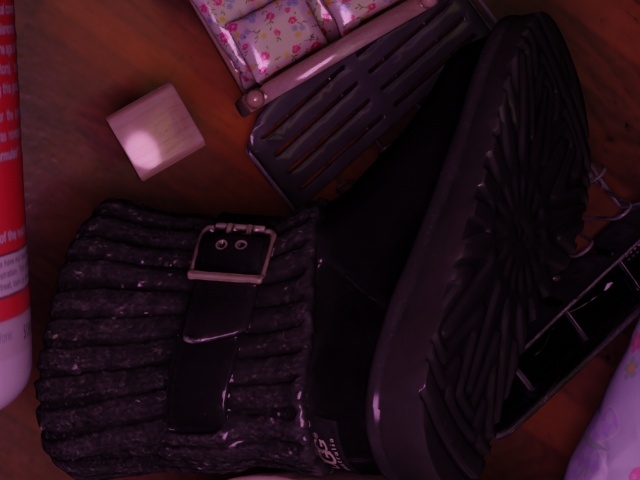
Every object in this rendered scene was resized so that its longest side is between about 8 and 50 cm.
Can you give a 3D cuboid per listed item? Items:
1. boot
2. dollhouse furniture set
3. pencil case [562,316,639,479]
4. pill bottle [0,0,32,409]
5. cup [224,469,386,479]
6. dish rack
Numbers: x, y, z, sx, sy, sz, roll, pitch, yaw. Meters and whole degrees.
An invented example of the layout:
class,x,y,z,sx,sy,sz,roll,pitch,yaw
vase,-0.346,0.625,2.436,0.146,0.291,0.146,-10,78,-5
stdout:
class,x,y,z,sx,sy,sz,roll,pitch,yaw
boot,-0.002,-0.002,1.145,0.348,0.260,0.131,-63,140,-39
dollhouse furniture set,-0.026,-0.254,1.132,0.355,0.174,0.303,-32,96,-8
pencil case,0.256,0.079,1.249,0.113,0.124,0.273,11,112,-27
pill bottle,-0.278,-0.107,1.048,0.229,0.229,0.408,-4,98,-18
cup,0.071,0.281,1.201,0.237,0.331,0.331,-12,102,-46
dish rack,0.093,-0.031,1.268,0.208,0.074,0.271,-42,108,-10
